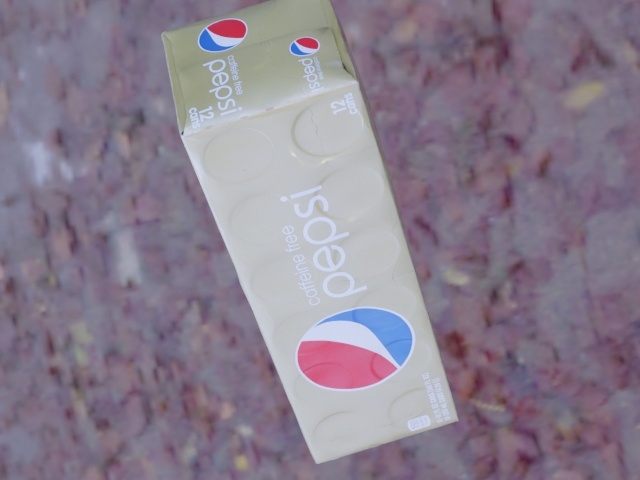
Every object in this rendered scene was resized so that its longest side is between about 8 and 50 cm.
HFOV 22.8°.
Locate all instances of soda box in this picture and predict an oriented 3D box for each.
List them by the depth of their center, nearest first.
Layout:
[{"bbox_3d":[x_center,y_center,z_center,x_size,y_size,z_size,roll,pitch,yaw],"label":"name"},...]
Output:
[{"bbox_3d":[0.000,0.000,0.578,0.058,0.061,0.181,-105,-3,-45],"label":"soda box"}]
